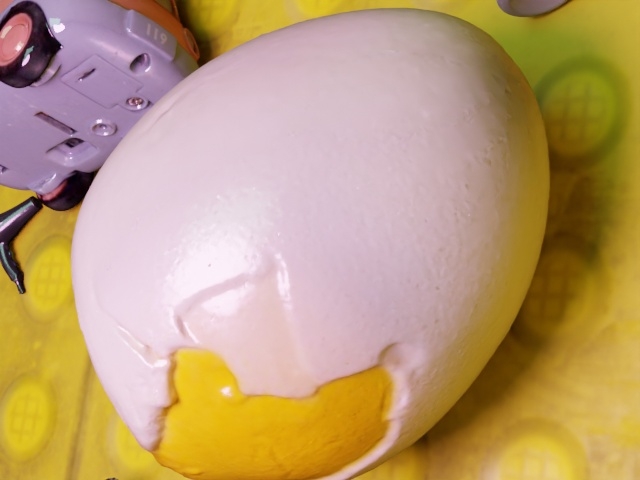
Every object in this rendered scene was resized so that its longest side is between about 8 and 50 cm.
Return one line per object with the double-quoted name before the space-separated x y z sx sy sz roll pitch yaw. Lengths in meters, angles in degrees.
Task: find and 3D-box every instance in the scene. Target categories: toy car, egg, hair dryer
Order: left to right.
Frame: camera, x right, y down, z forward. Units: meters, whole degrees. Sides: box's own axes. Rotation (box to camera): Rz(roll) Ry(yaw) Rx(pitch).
"hair dryer" -0.286 0.009 1.372 0.079 0.031 0.083 -34 71 18
"toy car" -0.237 -0.171 1.287 0.270 0.180 0.212 -23 53 34
"egg" 0.000 0.000 0.963 0.345 0.283 0.283 -41 54 10

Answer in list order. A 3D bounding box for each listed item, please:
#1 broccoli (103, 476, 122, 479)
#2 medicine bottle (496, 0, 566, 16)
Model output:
"broccoli" -0.155 0.235 1.148 0.095 0.092 0.097 -20 82 49
"medicine bottle" 0.147 -0.274 1.069 0.092 0.061 0.221 -17 64 9
